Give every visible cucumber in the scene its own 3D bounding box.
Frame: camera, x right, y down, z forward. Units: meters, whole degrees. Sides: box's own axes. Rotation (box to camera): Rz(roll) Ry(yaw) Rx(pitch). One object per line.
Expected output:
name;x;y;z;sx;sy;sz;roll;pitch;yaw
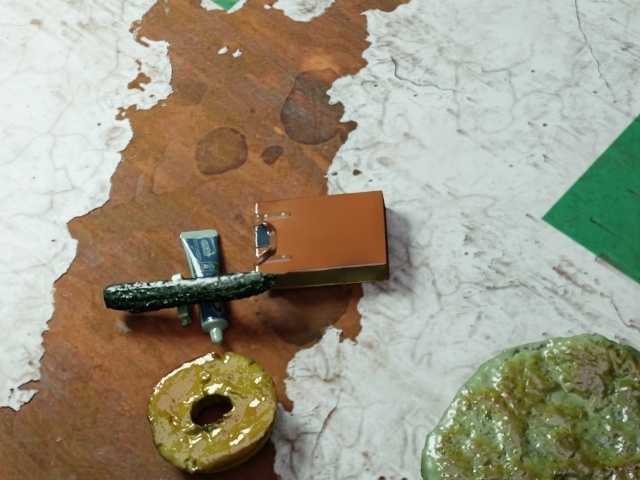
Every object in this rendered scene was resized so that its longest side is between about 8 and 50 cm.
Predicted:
cucumber;-0.184;0.072;2.043;0.256;0.043;0.044;-7;63;17

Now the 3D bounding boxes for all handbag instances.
handbag;0.000;0.000;2.075;0.190;0.063;0.127;-5;59;5

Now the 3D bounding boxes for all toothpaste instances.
toothpaste;-0.161;0.064;2.086;0.057;0.035;0.197;-7;55;-10

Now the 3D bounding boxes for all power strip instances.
power strip;-0.197;0.086;2.085;0.017;0.027;0.083;-17;59;6

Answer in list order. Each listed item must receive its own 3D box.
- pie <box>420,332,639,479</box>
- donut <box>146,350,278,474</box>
pie;0.311;0.256;1.838;0.371;0.078;0.297;-2;60;10
donut;-0.139;0.236;1.960;0.178;0.065;0.162;-15;62;3
